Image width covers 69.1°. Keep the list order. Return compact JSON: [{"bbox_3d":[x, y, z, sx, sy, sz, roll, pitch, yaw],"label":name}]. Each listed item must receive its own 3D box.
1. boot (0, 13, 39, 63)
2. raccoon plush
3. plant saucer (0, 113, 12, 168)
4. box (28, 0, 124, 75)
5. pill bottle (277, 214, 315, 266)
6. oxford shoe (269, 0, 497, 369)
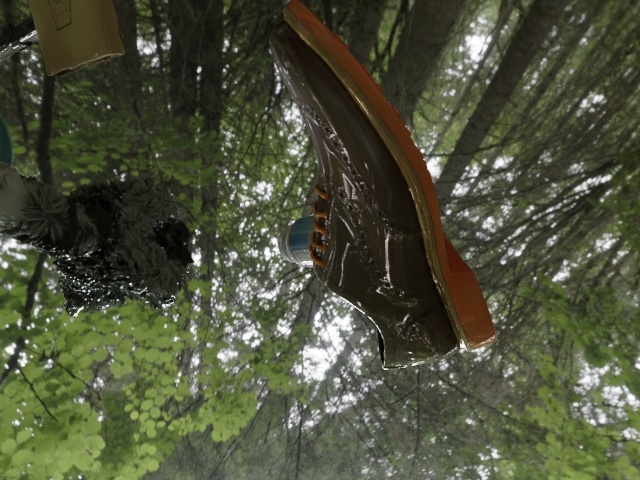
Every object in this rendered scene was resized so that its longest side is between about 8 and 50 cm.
[{"bbox_3d":[-0.695,-0.447,1.052,0.229,0.091,0.263,-29,-145,-3],"label":"boot"},{"bbox_3d":[-0.434,-0.006,0.777,0.299,0.446,0.216,-13,-119,18],"label":"raccoon plush"},{"bbox_3d":[-0.676,-0.178,0.747,0.318,0.317,0.043,0,-143,-19],"label":"plant saucer"},{"bbox_3d":[-0.284,-0.294,0.505,0.164,0.201,0.021,6,-159,40],"label":"box"},{"bbox_3d":[0.000,0.000,0.751,0.087,0.160,0.087,3,-95,-37],"label":"pill bottle"},{"bbox_3d":[0.036,-0.022,0.420,0.133,0.363,0.130,-27,-162,9],"label":"oxford shoe"}]
